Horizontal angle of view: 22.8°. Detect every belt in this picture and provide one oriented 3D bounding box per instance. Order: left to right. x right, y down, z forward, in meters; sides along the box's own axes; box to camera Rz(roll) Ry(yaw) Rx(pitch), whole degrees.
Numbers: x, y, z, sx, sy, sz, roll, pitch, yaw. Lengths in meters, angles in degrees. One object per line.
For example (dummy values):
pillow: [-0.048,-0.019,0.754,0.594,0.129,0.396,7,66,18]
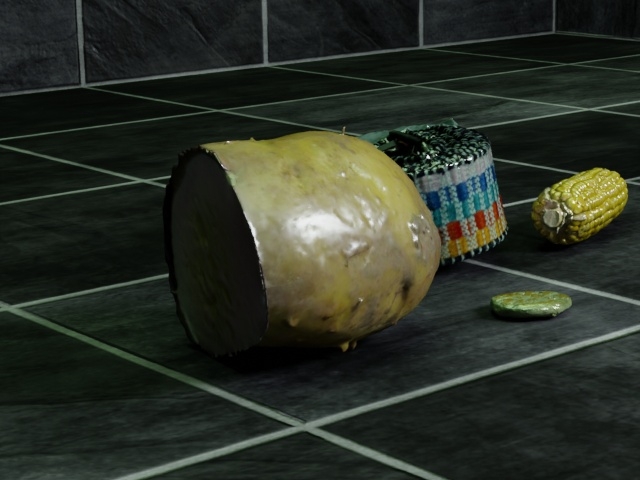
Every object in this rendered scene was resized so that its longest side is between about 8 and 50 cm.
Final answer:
belt: [0.103,-0.052,1.875,0.207,0.150,0.257,-16,16,-17]

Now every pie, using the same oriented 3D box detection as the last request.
pie: [0.217,0.065,1.637,0.085,0.017,0.085,-1,12,0]

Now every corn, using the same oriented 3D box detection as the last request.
corn: [0.324,-0.044,1.962,0.080,0.080,0.238,6,13,28]

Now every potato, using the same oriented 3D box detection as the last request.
potato: [0.000,0.000,1.521,0.266,0.229,0.229,-14,18,-32]
